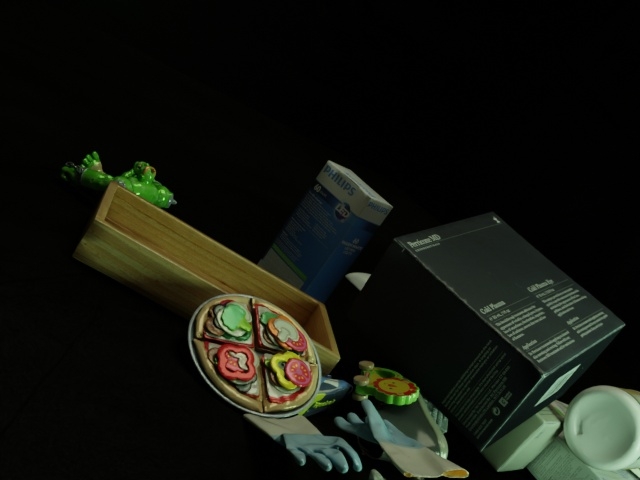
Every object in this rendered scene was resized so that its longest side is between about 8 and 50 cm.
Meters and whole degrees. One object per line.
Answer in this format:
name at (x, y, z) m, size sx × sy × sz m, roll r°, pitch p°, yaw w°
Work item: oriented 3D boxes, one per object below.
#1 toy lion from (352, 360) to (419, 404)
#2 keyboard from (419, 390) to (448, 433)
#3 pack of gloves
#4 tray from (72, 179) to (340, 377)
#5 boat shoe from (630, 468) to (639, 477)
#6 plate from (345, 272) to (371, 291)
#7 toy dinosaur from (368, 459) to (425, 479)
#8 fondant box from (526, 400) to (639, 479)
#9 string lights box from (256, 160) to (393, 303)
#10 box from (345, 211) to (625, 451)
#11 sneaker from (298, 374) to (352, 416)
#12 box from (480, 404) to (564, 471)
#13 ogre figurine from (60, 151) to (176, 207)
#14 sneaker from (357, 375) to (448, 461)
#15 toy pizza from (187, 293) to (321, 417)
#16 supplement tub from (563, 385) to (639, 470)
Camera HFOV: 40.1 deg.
toy lion at (0.098, 0.214, 1.296) m, size 0.096 × 0.034 × 0.100 m, roll 7°, pitch 14°, yaw 8°
keyboard at (0.206, 0.293, 1.625) m, size 0.072 × 0.014 × 0.256 m, roll 36°, pitch 12°, yaw 4°
pack of gloves at (0.035, 0.222, 1.039) m, size 0.195 × 0.046 × 0.232 m, roll 8°, pitch 1°, yaw -21°
tray at (-0.169, 0.067, 1.349) m, size 0.411 × 0.076 × 0.203 m, roll 31°, pitch 13°, yaw -16°
boat shoe at (0.660, 0.434, 1.660) m, size 0.117 × 0.096 × 0.324 m, roll 24°, pitch 17°, yaw -48°
plate at (0.221, 0.162, 2.089) m, size 0.277 × 0.045 × 0.278 m, roll 42°, pitch 15°, yaw 27°
toy dinosaur at (0.140, 0.353, 1.052) m, size 0.313 × 0.121 × 0.160 m, roll 33°, pitch 23°, yaw -24°
fondant box at (0.488, 0.425, 1.681) m, size 0.238 × 0.096 × 0.330 m, roll 26°, pitch 16°, yaw -39°
string lights box at (0.000, 0.000, 1.605) m, size 0.077 × 0.259 × 0.133 m, roll 20°, pitch 20°, yaw -50°
box at (0.279, 0.133, 1.465) m, size 0.312 × 0.179 × 0.343 m, roll 45°, pitch 32°, yaw 24°
sneaker at (-0.003, 0.216, 1.272) m, size 0.059 × 0.053 × 0.144 m, roll 39°, pitch 12°, yaw 28°
box at (0.309, 0.290, 1.595) m, size 0.232 × 0.127 × 0.149 m, roll 49°, pitch 16°, yaw 30°
ogre figurine at (-0.328, -0.090, 1.491) m, size 0.118 × 0.097 × 0.197 m, roll 22°, pitch -13°, yaw 34°
sneaker at (0.092, 0.254, 1.310) m, size 0.118 × 0.083 × 0.222 m, roll 19°, pitch 14°, yaw -30°
toy pizza at (-0.083, 0.147, 1.186) m, size 0.201 × 0.032 × 0.201 m, roll 22°, pitch 39°, yaw -19°
supplement tub at (0.534, 0.337, 1.572) m, size 0.144 × 0.144 × 0.200 m, roll 43°, pitch 14°, yaw 34°
